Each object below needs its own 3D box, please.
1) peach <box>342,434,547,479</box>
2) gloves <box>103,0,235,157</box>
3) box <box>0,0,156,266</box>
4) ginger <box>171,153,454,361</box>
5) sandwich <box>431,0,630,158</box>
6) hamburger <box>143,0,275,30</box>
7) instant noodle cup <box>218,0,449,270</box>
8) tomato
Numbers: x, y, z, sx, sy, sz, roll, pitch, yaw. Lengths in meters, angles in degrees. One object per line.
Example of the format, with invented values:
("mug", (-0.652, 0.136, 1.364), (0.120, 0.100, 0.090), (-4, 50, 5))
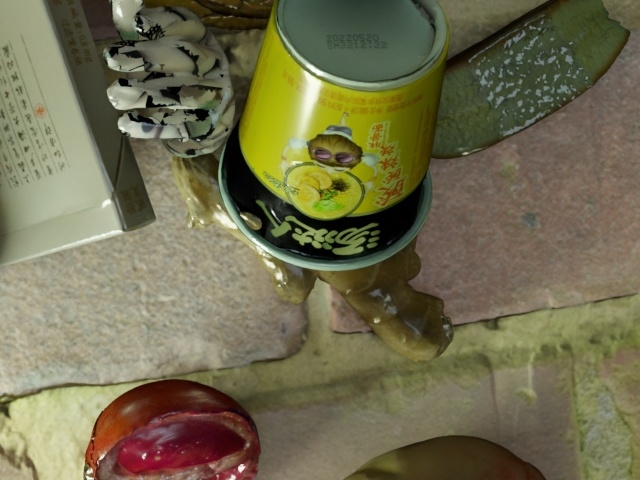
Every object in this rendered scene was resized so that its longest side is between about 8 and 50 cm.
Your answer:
("peach", (0.118, 0.331, 1.170), (0.292, 0.247, 0.292), (3, 110, 10))
("gloves", (-0.130, -0.148, 1.086), (0.111, 0.212, 0.127), (1, 75, -6))
("box", (-0.289, -0.165, 1.127), (0.205, 0.051, 0.365), (-14, 97, 39))
("ginger", (0.000, 0.000, 1.224), (0.334, 0.081, 0.148), (24, 107, -7))
("sandwich", (0.196, -0.167, 1.225), (0.258, 0.096, 0.094), (-32, 102, -1))
("hamburger", (-0.109, -0.338, 1.142), (0.319, 0.158, 0.318), (-1, 94, -7))
("instant noodle cup", (0.021, -0.119, 1.102), (0.216, 0.236, 0.215), (5, 56, -7))
("tomato", (-0.152, 0.201, 1.212), (0.173, 0.099, 0.189), (-9, 135, -20))
